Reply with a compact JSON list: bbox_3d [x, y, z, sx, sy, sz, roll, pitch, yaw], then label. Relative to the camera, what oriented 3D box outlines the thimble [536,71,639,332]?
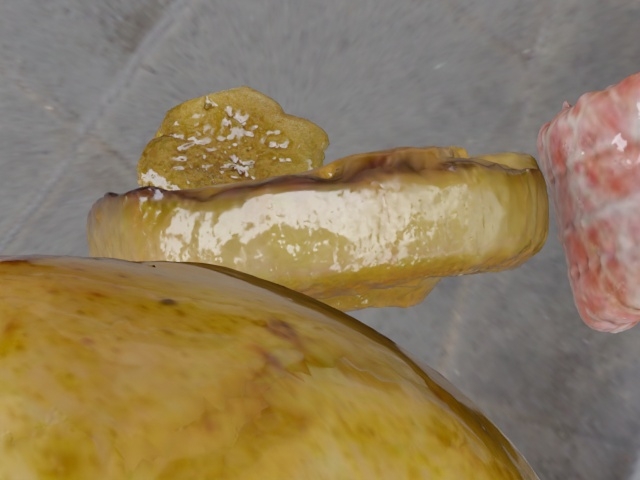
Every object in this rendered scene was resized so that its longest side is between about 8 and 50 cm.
[{"bbox_3d":[0.267,-0.040,1.237,0.239,0.239,0.162,-14,85,0],"label":"thimble"}]

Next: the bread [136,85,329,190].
[{"bbox_3d":[-0.069,-0.056,1.471,0.140,0.069,0.128,22,61,1],"label":"bread"}]

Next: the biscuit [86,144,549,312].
[{"bbox_3d":[0.000,0.000,1.170,0.296,0.296,0.102,-7,92,-1],"label":"biscuit"}]

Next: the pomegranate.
[{"bbox_3d":[-0.091,0.193,0.739,0.417,0.416,0.416,0,93,-1],"label":"pomegranate"}]
